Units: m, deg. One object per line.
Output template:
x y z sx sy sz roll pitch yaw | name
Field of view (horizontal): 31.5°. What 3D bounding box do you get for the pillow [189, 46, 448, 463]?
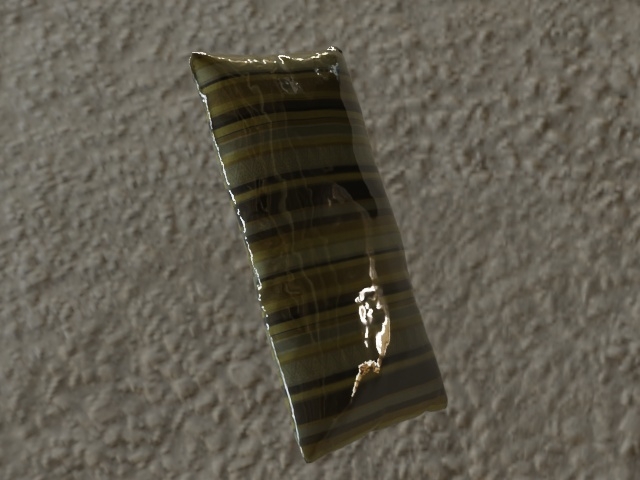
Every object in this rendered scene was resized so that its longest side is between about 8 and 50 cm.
0.000 0.000 0.573 0.113 0.038 0.203 -11 84 -47 | pillow
